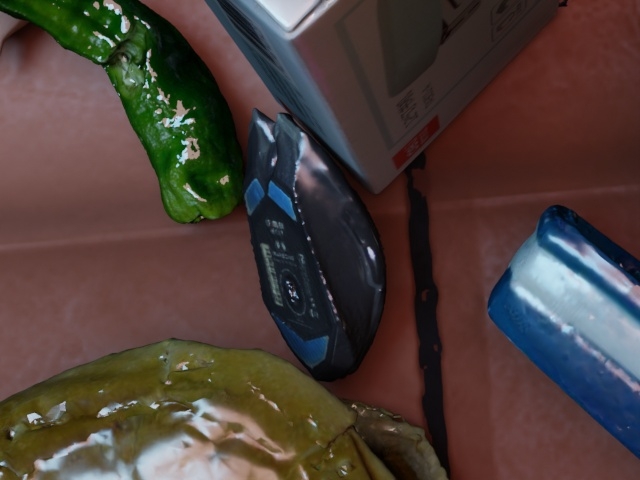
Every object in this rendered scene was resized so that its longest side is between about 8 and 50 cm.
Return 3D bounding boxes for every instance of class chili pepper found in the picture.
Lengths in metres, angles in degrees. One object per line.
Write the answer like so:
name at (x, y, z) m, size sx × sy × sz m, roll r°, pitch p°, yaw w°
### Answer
chili pepper at (-0.097, -0.085, 0.599) m, size 0.182 × 0.050 × 0.073 m, roll 43°, pitch 55°, yaw -20°

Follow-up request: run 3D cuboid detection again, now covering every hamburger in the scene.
hamburger at (-0.066, 0.181, 0.557) m, size 0.284 × 0.134 × 0.266 m, roll -26°, pitch 81°, yaw 6°

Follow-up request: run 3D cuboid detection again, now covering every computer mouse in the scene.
computer mouse at (0.000, 0.000, 0.593) m, size 0.047 × 0.079 × 0.135 m, roll -22°, pitch 105°, yaw -25°

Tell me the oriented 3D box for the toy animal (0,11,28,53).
toy animal at (-0.175, -0.162, 0.632) m, size 0.083 × 0.089 × 0.150 m, roll 2°, pitch 81°, yaw -23°

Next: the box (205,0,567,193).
box at (0.030, -0.111, 0.503) m, size 0.135 × 0.269 × 0.079 m, roll -45°, pitch 78°, yaw 0°

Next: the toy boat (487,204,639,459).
toy boat at (0.200, 0.100, 0.556) m, size 0.299 × 0.096 × 0.062 m, roll 40°, pitch 102°, yaw 5°
